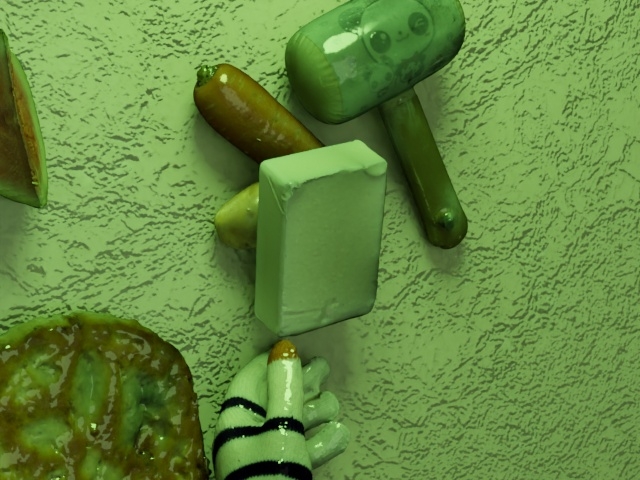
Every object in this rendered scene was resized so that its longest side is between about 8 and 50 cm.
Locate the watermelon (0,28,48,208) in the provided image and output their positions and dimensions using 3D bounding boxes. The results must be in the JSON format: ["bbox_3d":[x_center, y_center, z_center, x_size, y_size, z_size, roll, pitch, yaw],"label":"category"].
[{"bbox_3d":[-0.286,-0.113,1.134,0.069,0.087,0.163,-24,108,-54],"label":"watermelon"}]

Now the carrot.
[{"bbox_3d":[-0.043,-0.102,1.250,0.225,0.067,0.067,38,78,-25],"label":"carrot"}]

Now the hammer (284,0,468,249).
[{"bbox_3d":[0.092,-0.119,1.306,0.202,0.113,0.305,-30,115,-18],"label":"hammer"}]

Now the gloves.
[{"bbox_3d":[-0.051,0.197,1.227,0.131,0.219,0.140,-22,131,12],"label":"gloves"}]

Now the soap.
[{"bbox_3d":[0.000,0.000,1.226,0.121,0.064,0.183,-14,125,-28],"label":"soap"}]

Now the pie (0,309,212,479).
[{"bbox_3d":[-0.237,0.215,1.174,0.315,0.092,0.315,-1,93,-31],"label":"pie"}]

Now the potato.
[{"bbox_3d":[-0.067,-0.024,1.254,0.083,0.062,0.068,-22,75,2],"label":"potato"}]
